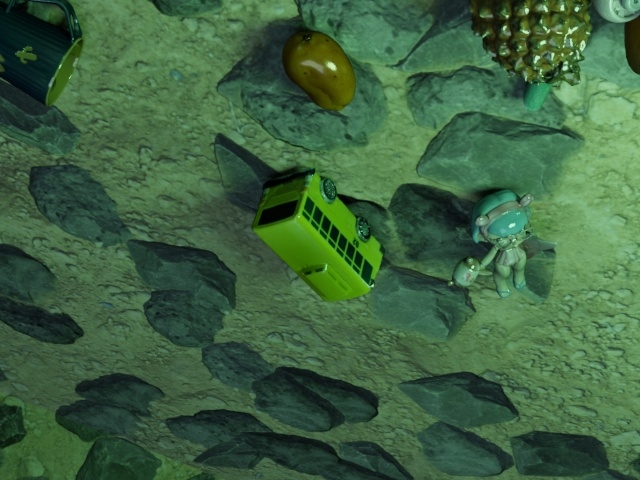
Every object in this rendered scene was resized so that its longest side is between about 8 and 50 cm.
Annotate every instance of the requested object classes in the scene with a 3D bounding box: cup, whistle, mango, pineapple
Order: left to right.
[{"bbox_3d":[-0.485,-0.333,1.518,0.155,0.131,0.177,26,112,-8],"label":"cup"},{"bbox_3d":[0.007,-0.270,1.446,0.105,0.084,0.159,9,163,34],"label":"mango"},{"bbox_3d":[0.293,-0.289,1.231,0.193,0.166,0.166,57,137,7],"label":"pineapple"},{"bbox_3d":[0.344,-0.271,1.367,0.039,0.039,0.186,15,142,0],"label":"whistle"}]

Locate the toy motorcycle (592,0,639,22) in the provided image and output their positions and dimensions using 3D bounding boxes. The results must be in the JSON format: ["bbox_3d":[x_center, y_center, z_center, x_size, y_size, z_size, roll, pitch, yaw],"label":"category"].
[{"bbox_3d":[0.364,-0.390,1.131,0.112,0.112,0.254,1,125,17],"label":"toy motorcycle"}]

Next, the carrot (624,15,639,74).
[{"bbox_3d":[0.548,-0.286,1.183,0.254,0.196,0.196,9,143,-7],"label":"carrot"}]

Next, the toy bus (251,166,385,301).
[{"bbox_3d":[0.000,0.000,1.731,0.128,0.150,0.262,-15,134,35],"label":"toy bus"}]

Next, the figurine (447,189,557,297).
[{"bbox_3d":[0.317,0.016,1.670,0.205,0.103,0.260,-19,141,2],"label":"figurine"}]
